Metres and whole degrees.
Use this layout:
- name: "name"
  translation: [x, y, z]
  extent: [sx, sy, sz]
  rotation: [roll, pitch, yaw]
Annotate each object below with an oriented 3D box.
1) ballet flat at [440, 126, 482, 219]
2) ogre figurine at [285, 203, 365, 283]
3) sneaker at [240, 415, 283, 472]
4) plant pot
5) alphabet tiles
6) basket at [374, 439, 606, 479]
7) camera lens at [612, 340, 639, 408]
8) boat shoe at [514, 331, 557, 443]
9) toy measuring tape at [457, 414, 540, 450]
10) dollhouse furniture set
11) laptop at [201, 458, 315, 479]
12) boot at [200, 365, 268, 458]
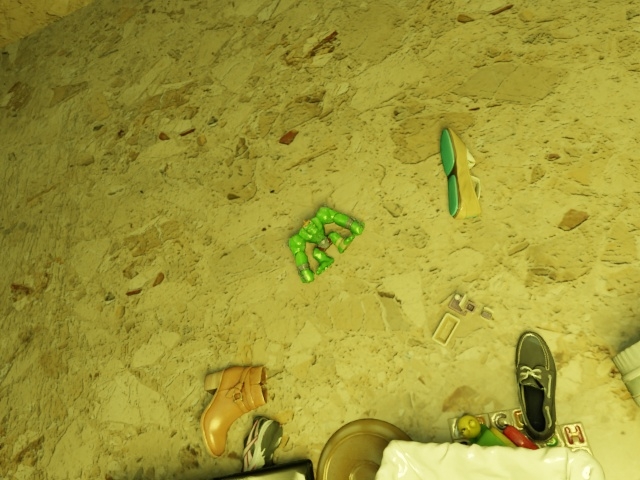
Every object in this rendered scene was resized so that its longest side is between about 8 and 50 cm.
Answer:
- name: "ballet flat"
  translation: [0.324, -0.153, 1.110]
  extent: [0.073, 0.080, 0.232]
  rotation: [1, 70, -6]
- name: "ogre figurine"
  translation: [0.000, 0.000, 1.168]
  extent: [0.118, 0.097, 0.197]
  rotation: [44, 106, 13]
- name: "sneaker"
  translation: [-0.141, 0.472, 1.059]
  extent: [0.077, 0.072, 0.178]
  rotation: [11, 74, 50]
- name: "plant pot"
  translation: [0.096, 0.480, 0.963]
  extent: [0.236, 0.032, 0.236]
  rotation: [-8, 67, 20]
- name: "alphabet tiles"
  translation: [0.373, 0.413, 0.885]
  extent: [0.237, 0.009, 0.198]
  rotation: [-16, 64, 17]
- name: "basket"
  translation: [0.241, 0.494, 0.660]
  extent: [0.331, 0.266, 0.328]
  rotation: [-15, 32, 38]
- name: "camera lens"
  translation: [0.620, 0.252, 0.722]
  extent: [0.219, 0.219, 0.274]
  rotation: [-31, 60, 9]
- name: "boat shoe"
  translation: [0.400, 0.263, 0.895]
  extent: [0.075, 0.065, 0.206]
  rotation: [-4, 61, 23]
- name: "toy measuring tape"
  translation: [0.368, 0.420, 0.814]
  extent: [0.330, 0.121, 0.121]
  rotation: [39, 88, 30]
- name: "dollhouse furniture set"
  translation: [0.282, 0.166, 0.981]
  extent: [0.091, 0.081, 0.114]
  rotation: [29, 83, 30]
- name: "laptop"
  translation: [-0.211, 0.667, 0.960]
  extent: [0.407, 0.236, 0.382]
  rotation: [-4, 73, -18]
- name: "boot"
  translation: [-0.191, 0.385, 1.104]
  extent: [0.152, 0.073, 0.197]
  rotation: [-12, 68, 14]
